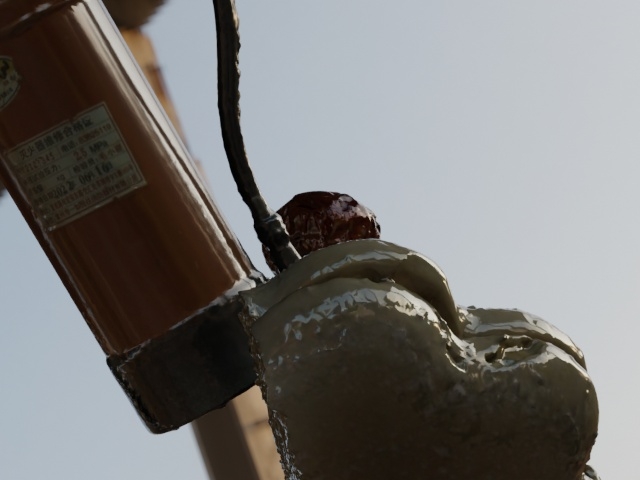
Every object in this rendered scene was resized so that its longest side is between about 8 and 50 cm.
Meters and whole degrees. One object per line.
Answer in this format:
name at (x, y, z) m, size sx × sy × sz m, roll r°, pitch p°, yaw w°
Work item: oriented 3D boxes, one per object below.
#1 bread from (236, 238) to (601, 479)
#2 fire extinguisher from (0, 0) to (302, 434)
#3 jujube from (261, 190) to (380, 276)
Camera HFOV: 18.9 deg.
bread at (0.071, 0.142, 1.052) m, size 0.183 × 0.102 × 0.337 m, roll -16°, pitch -57°, yaw -1°
fire extinguisher at (-0.127, -0.080, 1.213) m, size 0.200 × 0.376 × 0.113 m, roll -34°, pitch 6°, yaw -23°
jujube at (0.000, 0.000, 1.409) m, size 0.077 × 0.077 × 0.129 m, roll -14°, pitch -6°, yaw -17°
